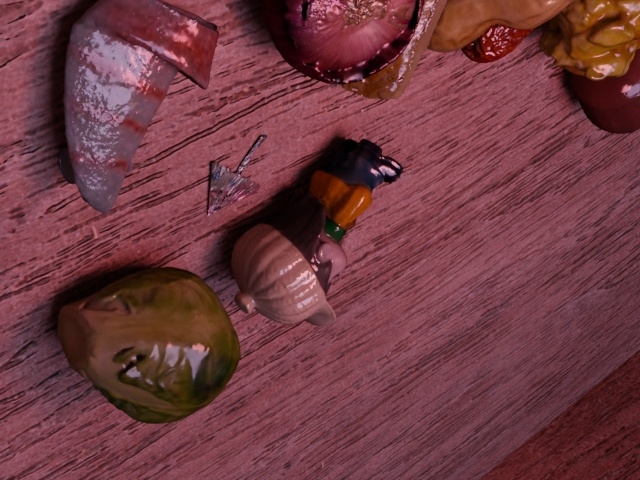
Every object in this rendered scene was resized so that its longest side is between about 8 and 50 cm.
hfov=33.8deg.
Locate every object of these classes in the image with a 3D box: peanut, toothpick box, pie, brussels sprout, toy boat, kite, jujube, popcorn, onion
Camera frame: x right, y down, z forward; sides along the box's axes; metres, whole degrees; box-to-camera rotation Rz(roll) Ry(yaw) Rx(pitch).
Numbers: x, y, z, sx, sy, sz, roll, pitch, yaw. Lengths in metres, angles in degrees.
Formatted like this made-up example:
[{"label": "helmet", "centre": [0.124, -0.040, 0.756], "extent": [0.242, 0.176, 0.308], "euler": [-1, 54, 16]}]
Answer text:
[{"label": "peanut", "centre": [0.274, -0.387, 1.626], "extent": [0.147, 0.305, 0.147], "euler": [38, 46, -55]}, {"label": "toothpick box", "centre": [-0.293, -0.106, 1.379], "extent": [0.083, 0.052, 0.052], "euler": [-17, 134, -39]}, {"label": "pie", "centre": [0.120, -0.350, 1.599], "extent": [0.068, 0.128, 0.283], "euler": [-81, -169, -61]}, {"label": "brussels sprout", "centre": [-0.248, 0.150, 1.550], "extent": [0.271, 0.210, 0.219], "euler": [10, 137, -42]}, {"label": "toy boat", "centre": [-0.250, -0.171, 1.315], "extent": [0.206, 0.096, 0.282], "euler": [16, 105, -47]}, {"label": "kite", "centre": [-0.129, -0.100, 1.625], "extent": [0.157, 0.011, 0.139], "euler": [-54, 150, 8]}, {"label": "jujube", "centre": [0.308, -0.378, 1.798], "extent": [0.176, 0.109, 0.112], "euler": [-42, -177, -28]}, {"label": "popcorn", "centre": [0.514, -0.412, 1.898], "extent": [0.257, 0.224, 0.270], "euler": [-38, 165, -18]}, {"label": "onion", "centre": [0.026, -0.336, 1.443], "extent": [0.248, 0.161, 0.248], "euler": [-23, 128, -34]}]

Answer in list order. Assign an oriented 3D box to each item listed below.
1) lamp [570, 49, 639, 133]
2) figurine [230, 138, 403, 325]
[{"label": "lamp", "centre": [0.609, -0.322, 2.147], "extent": [0.180, 0.180, 0.258], "euler": [-52, 148, 2]}, {"label": "figurine", "centre": [-0.019, -0.021, 1.713], "extent": [0.204, 0.185, 0.332], "euler": [23, 85, -24]}]
